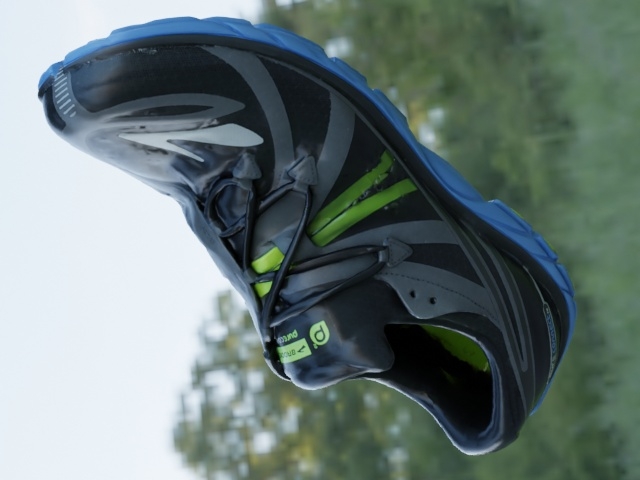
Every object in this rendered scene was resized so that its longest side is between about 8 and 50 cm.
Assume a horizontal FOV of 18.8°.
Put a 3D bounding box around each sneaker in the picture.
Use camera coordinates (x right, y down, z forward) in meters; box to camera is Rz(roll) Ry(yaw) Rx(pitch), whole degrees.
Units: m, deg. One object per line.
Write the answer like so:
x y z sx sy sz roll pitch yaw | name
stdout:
0.000 0.000 0.570 0.188 0.067 0.078 35 -129 -22 | sneaker
